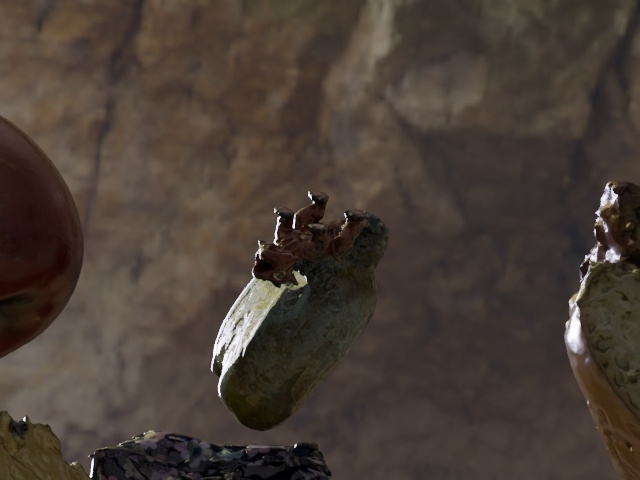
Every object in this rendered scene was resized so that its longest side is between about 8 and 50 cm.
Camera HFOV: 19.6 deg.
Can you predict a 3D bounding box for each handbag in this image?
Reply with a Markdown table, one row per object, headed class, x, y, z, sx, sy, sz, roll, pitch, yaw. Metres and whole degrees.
| class | x | y | z | sx | sy | sz | roll | pitch | yaw |
| --- | --- | --- | --- | --- | --- | --- | --- | --- | --- |
| handbag | -0.073 | 0.258 | 1.382 | 0.208 | 0.228 | 0.127 | 1 | 170 | 14 |

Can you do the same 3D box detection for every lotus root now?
| class | x | y | z | sx | sy | sz | roll | pitch | yaw |
| --- | --- | --- | --- | --- | --- | --- | --- | --- | --- |
| lotus root | -0.012 | 0.058 | 1.395 | 0.088 | 0.192 | 0.113 | 31 | -164 | -20 |

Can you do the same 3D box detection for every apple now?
| class | x | y | z | sx | sy | sz | roll | pitch | yaw |
| --- | --- | --- | --- | --- | --- | --- | --- | --- | --- |
| apple | -0.267 | -0.003 | 1.362 | 0.181 | 0.181 | 0.168 | -9 | -129 | -32 |

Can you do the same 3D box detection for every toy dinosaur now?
| class | x | y | z | sx | sy | sz | roll | pitch | yaw |
| --- | --- | --- | --- | --- | --- | --- | --- | --- | --- |
| toy dinosaur | 0.000 | 0.000 | 1.269 | 0.049 | 0.055 | 0.154 | 23 | -157 | 28 |

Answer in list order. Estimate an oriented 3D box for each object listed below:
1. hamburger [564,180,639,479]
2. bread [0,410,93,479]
| class | x | y | z | sx | sy | sz | roll | pitch | yaw |
| --- | --- | --- | --- | --- | --- | --- | --- | --- | --- |
| hamburger | 0.244 | 0.114 | 0.988 | 0.155 | 0.245 | 0.282 | -39 | -114 | -20 |
| bread | -0.150 | 0.148 | 0.842 | 0.039 | 0.251 | 0.181 | -18 | -121 | 11 |
